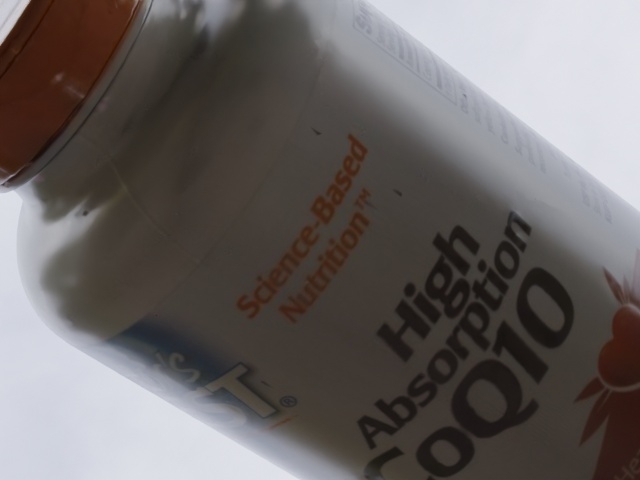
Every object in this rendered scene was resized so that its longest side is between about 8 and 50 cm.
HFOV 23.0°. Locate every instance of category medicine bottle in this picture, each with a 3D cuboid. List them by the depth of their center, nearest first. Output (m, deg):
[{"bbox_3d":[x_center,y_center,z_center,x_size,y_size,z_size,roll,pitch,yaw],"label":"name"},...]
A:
[{"bbox_3d":[0.000,0.000,0.566,0.289,0.157,0.157,34,-84,-25],"label":"medicine bottle"}]
